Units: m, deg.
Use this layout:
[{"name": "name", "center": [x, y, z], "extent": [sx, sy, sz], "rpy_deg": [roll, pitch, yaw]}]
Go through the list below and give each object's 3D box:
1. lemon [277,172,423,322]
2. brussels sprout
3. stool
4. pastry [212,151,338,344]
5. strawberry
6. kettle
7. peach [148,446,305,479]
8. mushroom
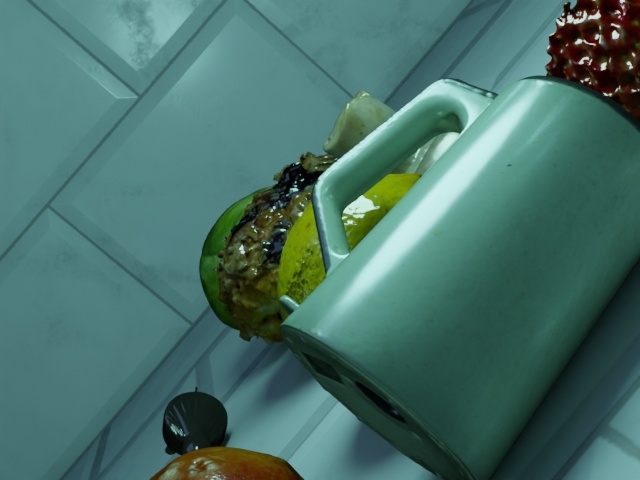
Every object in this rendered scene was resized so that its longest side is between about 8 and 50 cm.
[{"name": "lemon", "center": [0.079, 0.050, 1.245], "extent": [0.293, 0.293, 0.293], "rpy_deg": [-47, 10, 11]}, {"name": "brussels sprout", "center": [-0.098, 0.025, 2.036], "extent": [0.289, 0.281, 0.355], "rpy_deg": [-14, -26, -40]}, {"name": "stool", "center": [-0.244, 0.389, 1.863], "extent": [0.217, 0.125, 0.121], "rpy_deg": [-103, 21, -48]}, {"name": "pastry", "center": [0.000, 0.006, 1.722], "extent": [0.405, 0.292, 0.337], "rpy_deg": [-43, 17, -20]}, {"name": "strawberry", "center": [0.404, -0.199, 1.160], "extent": [0.234, 0.234, 0.178], "rpy_deg": [-43, 43, 32]}, {"name": "kettle", "center": [0.136, 0.011, 1.015], "extent": [0.361, 0.250, 0.377], "rpy_deg": [30, 73, 39]}, {"name": "peach", "center": [-0.106, 0.348, 1.138], "extent": [0.243, 0.200, 0.243], "rpy_deg": [-7, 8, 1]}, {"name": "mushroom", "center": [0.157, -0.125, 1.480], "extent": [0.292, 0.290, 0.292], "rpy_deg": [-52, 2, 3]}]
